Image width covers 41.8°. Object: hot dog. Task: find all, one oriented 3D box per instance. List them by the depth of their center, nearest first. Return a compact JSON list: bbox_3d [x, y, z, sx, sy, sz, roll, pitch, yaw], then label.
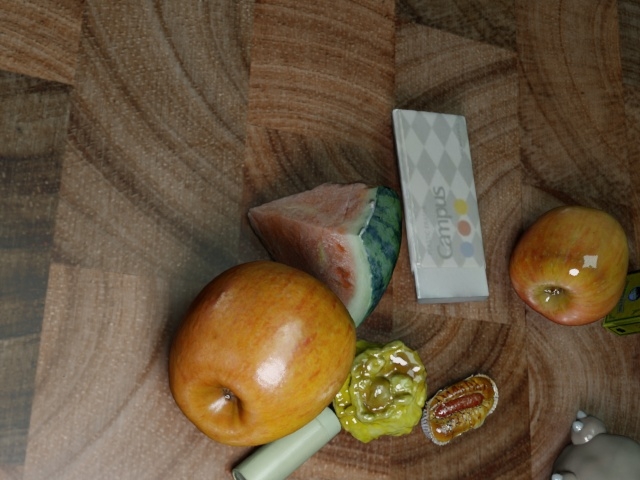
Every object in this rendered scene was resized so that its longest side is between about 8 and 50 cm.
[{"bbox_3d":[0.280,0.332,1.668,0.192,0.053,0.099,-23,90,-27],"label":"hot dog"}]

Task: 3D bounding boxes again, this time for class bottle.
[{"bbox_3d":[-0.058,0.371,1.483,0.201,0.072,0.072,-34,92,-29],"label":"bottle"}]

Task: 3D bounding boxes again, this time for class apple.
[{"bbox_3d":[-0.101,0.191,1.385,0.299,0.299,0.275,46,51,-8],"label":"apple"},{"bbox_3d":[0.532,0.045,1.783,0.242,0.242,0.241,45,49,-8],"label":"apple"}]

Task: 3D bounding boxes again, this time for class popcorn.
[{"bbox_3d":[0.109,0.276,1.546,0.198,0.155,0.197,1,88,-24],"label":"popcorn"}]

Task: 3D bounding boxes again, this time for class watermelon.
[{"bbox_3d":[0.025,0.031,1.557,0.293,0.283,0.250,-10,64,-2],"label":"watermelon"}]

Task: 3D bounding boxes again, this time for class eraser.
[{"bbox_3d":[0.249,-0.070,1.748,0.213,0.082,0.396,1,76,-25],"label":"eraser"}]

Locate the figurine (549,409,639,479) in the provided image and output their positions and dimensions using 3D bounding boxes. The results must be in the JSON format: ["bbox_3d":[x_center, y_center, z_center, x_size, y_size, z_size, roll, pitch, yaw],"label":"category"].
[{"bbox_3d":[0.614,0.539,1.687,0.380,0.203,0.248,44,58,-10],"label":"figurine"}]

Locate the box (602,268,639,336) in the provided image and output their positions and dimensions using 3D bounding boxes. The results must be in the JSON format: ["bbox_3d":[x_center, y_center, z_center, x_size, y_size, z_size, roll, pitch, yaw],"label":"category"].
[{"bbox_3d":[0.736,0.127,1.849,0.064,0.220,0.141,30,66,-16],"label":"box"}]
